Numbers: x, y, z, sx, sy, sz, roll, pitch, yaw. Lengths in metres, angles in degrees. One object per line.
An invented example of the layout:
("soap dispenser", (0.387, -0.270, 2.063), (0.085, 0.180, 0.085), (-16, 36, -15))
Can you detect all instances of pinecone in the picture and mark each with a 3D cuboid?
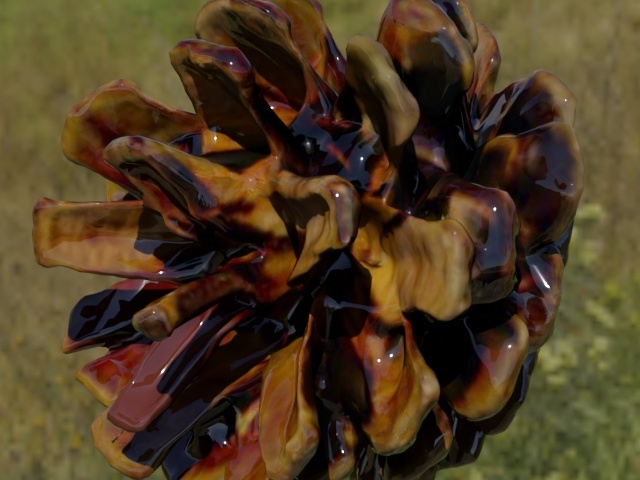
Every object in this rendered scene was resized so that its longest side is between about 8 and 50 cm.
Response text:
("pinecone", (-0.003, 0.000, 0.718), (0.201, 0.202, 0.229), (-11, -4, -25))
